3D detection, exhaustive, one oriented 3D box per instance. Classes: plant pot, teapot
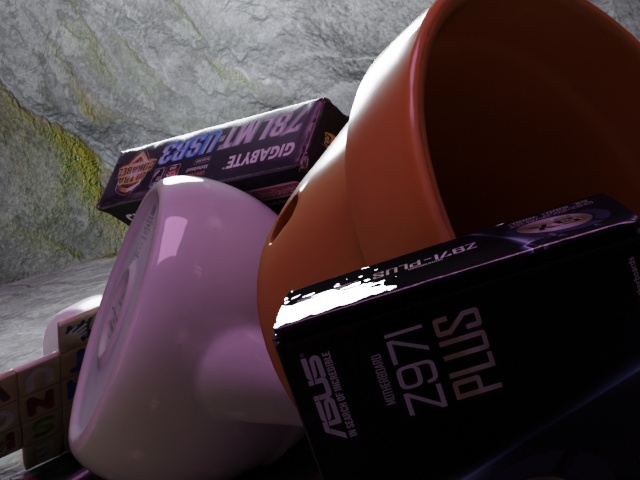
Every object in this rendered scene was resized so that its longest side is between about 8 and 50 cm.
[{"bbox_3d":[0.098,0.020,0.672,0.291,0.291,0.203,-27,-5,-47],"label":"plant pot"},{"bbox_3d":[-0.070,0.082,0.857,0.252,0.187,0.256,125,157,-43],"label":"teapot"}]

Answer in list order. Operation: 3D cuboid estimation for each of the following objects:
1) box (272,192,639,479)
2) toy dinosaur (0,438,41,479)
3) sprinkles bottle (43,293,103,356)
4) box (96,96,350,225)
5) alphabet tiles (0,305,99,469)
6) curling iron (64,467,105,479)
[{"bbox_3d":[0.079,0.089,0.467,0.147,0.180,0.077,-17,8,6],"label":"box"},{"bbox_3d":[-0.283,0.222,0.977,0.082,0.047,0.090,-3,48,33],"label":"toy dinosaur"},{"bbox_3d":[-0.150,0.078,1.292,0.121,0.121,0.355,-12,9,36],"label":"sprinkles bottle"},{"bbox_3d":[0.000,0.000,1.000,0.296,0.293,0.073,-8,57,48],"label":"box"},{"bbox_3d":[-0.200,0.122,1.026,0.237,0.009,0.198,-23,-34,-28],"label":"alphabet tiles"},{"bbox_3d":[-0.116,0.160,0.958,0.274,0.035,0.068,-22,9,-28],"label":"curling iron"}]
